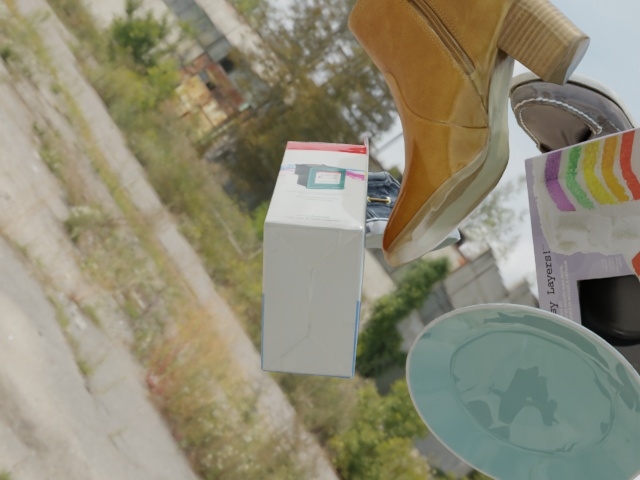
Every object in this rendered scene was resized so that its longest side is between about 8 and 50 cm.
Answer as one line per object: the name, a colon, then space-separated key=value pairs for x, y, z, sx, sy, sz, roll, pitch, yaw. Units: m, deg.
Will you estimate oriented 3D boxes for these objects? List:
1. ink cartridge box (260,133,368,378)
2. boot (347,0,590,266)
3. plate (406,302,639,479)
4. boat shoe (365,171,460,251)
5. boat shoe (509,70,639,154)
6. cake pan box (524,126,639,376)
ink cartridge box: x=0.000 y=0.000 z=0.826 sx=0.231 sy=0.078 sz=0.134 roll=-81 pitch=175 yaw=-66
boot: x=0.096 y=-0.144 z=0.929 sx=0.211 sy=0.295 sz=0.104 roll=43 pitch=18 yaw=23
plate: x=0.154 y=0.116 z=0.705 sx=0.188 sy=0.024 sz=0.188 roll=17 pitch=-48 yaw=20
boat shoe: x=0.098 y=-0.034 z=1.137 sx=0.183 sy=0.065 sz=0.083 roll=6 pitch=64 yaw=-48
boat shoe: x=0.353 y=-0.120 z=1.247 sx=0.116 sy=0.097 sz=0.324 roll=-10 pitch=-26 yaw=42
cake pan box: x=0.337 y=0.016 z=1.044 sx=0.246 sy=0.070 sz=0.267 roll=-11 pitch=-97 yaw=63
